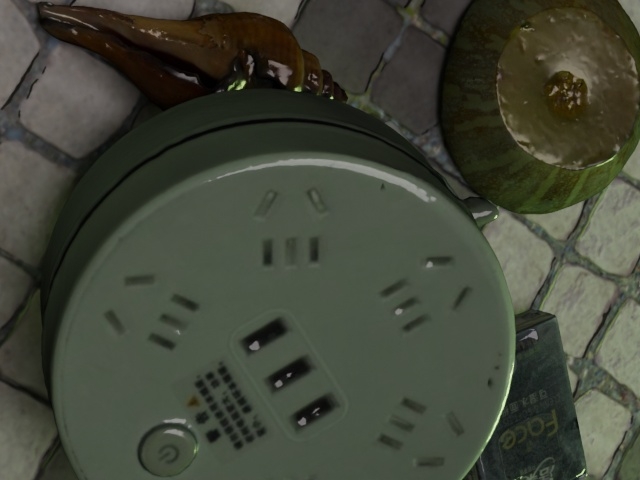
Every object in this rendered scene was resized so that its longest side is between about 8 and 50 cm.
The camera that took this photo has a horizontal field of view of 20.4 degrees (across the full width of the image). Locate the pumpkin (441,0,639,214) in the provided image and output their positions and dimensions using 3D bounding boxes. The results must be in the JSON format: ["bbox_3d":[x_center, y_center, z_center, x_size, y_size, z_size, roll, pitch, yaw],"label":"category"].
[{"bbox_3d":[0.209,-0.122,1.494,0.217,0.110,0.217,-4,101,-21],"label":"pumpkin"}]

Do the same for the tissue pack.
[{"bbox_3d":[0.166,0.150,1.543,0.112,0.051,0.156,-21,107,-25],"label":"tissue pack"}]

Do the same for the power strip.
[{"bbox_3d":[-0.026,0.060,1.302,0.357,0.161,0.358,-4,112,-10],"label":"power strip"}]

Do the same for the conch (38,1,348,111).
[{"bbox_3d":[-0.094,-0.130,1.345,0.232,0.086,0.080,-4,141,-15],"label":"conch"}]

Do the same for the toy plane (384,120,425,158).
[{"bbox_3d":[0.008,-0.007,1.417,0.234,0.082,0.160,-35,87,-19],"label":"toy plane"}]
